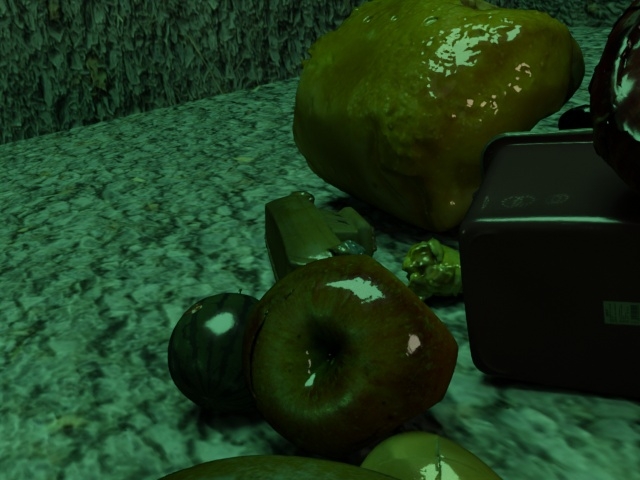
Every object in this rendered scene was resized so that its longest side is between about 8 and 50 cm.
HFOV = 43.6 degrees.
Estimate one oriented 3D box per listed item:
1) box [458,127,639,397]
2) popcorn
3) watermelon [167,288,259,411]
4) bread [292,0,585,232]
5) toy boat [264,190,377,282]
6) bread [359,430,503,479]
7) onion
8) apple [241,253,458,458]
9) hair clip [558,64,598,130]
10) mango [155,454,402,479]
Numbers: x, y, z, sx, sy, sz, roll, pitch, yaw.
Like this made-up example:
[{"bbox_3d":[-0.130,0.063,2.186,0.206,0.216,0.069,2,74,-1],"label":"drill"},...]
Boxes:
[{"bbox_3d":[0.258,0.019,0.665,0.294,0.193,0.167,2,28,27],"label":"box"},{"bbox_3d":[0.122,0.041,0.864,0.084,0.084,0.084,-8,19,3],"label":"popcorn"},{"bbox_3d":[-0.080,0.091,0.717,0.105,0.105,0.133,-5,37,11],"label":"watermelon"},{"bbox_3d":[0.156,-0.213,1.111,0.361,0.250,0.394,-46,27,-5],"label":"bread"},{"bbox_3d":[0.000,0.000,0.977,0.121,0.089,0.321,-6,17,-8],"label":"toy boat"},{"bbox_3d":[0.076,0.163,0.528,0.082,0.056,0.115,-18,21,-23],"label":"bread"},{"bbox_3d":[0.280,-0.094,0.556,0.184,0.184,0.147,0,-15,23],"label":"onion"},{"bbox_3d":[0.022,0.083,0.623,0.163,0.146,0.147,-37,-17,19],"label":"apple"},{"bbox_3d":[0.464,-0.162,1.018,0.310,0.206,0.194,-3,39,14],"label":"hair clip"},{"bbox_3d":[0.018,0.192,0.343,0.316,0.146,0.193,4,40,17],"label":"mango"}]
